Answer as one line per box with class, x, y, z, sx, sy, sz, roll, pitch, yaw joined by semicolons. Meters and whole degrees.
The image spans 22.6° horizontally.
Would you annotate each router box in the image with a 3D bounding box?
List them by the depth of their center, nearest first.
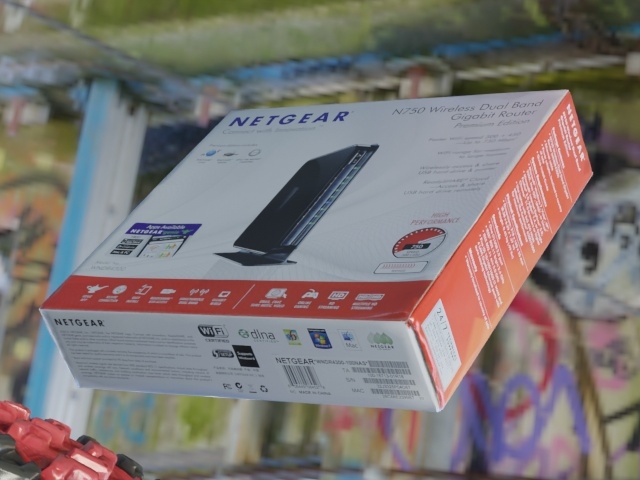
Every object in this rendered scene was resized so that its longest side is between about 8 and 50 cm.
router box;0.000;0.000;1.248;0.335;0.301;0.082;-1;124;34

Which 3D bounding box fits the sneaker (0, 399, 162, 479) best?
sneaker;-0.055;0.146;0.380;0.262;0.125;0.104;49;-173;29
